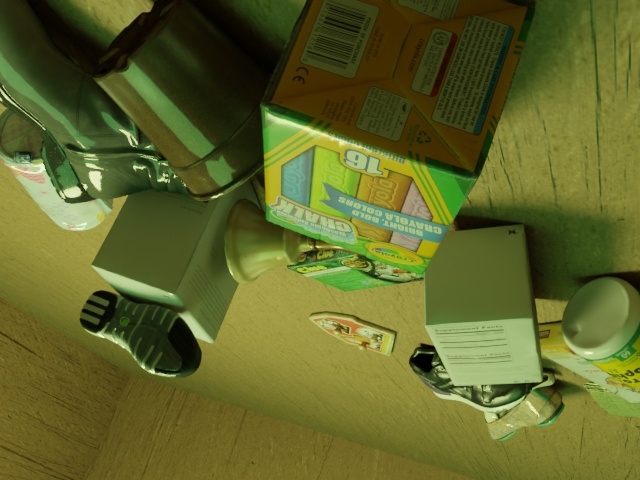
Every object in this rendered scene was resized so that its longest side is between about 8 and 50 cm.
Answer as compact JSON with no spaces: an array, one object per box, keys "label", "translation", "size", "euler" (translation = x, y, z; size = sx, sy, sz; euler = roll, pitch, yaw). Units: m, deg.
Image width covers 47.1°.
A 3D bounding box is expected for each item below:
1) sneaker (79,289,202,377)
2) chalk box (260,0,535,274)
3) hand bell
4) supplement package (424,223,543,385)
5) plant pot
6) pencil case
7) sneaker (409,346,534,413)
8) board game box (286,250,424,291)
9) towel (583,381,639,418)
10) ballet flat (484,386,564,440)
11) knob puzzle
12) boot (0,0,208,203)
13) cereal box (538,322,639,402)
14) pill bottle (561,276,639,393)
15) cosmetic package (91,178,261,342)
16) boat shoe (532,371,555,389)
[{"label":"sneaker","translation":[-0.231,0.143,1.060],"size":[0.228,0.086,0.132],"euler":[22,166,33]},{"label":"chalk box","translation":[0.057,-0.094,0.702],"size":[0.179,0.180,0.289],"euler":[19,160,5]},{"label":"hand bell","translation":[0.000,0.000,1.031],"size":[0.241,0.126,0.126],"euler":[-1,152,21]},{"label":"supplement package","translation":[0.229,0.098,1.018],"size":[0.133,0.139,0.244],"euler":[-6,149,17]},{"label":"plant pot","translation":[-0.135,-0.156,0.770],"size":[0.166,0.167,0.165],"euler":[-4,141,47]},{"label":"pencil case","translation":[-0.419,-0.114,1.181],"size":[0.124,0.114,0.273],"euler":[1,158,-2]},{"label":"sneaker","translation":[0.285,0.264,1.455],"size":[0.124,0.107,0.283],"euler":[38,153,-24]},{"label":"board game box","translation":[0.080,0.036,1.138],"size":[0.136,0.030,0.259],"euler":[22,157,-38]},{"label":"towel","translation":[0.568,0.297,1.370],"size":[0.110,0.027,0.148],"euler":[-2,148,43]},{"label":"ballet flat","translation":[0.412,0.351,1.574],"size":[0.106,0.107,0.316],"euler":[40,154,7]},{"label":"knob puzzle","translation":[0.064,0.206,1.612],"size":[0.213,0.030,0.213],"euler":[18,159,7]},{"label":"boot","translation":[-0.258,-0.182,0.898],"size":[0.222,0.118,0.338],"euler":[-2,142,12]},{"label":"cereal box","translation":[0.484,0.196,1.176],"size":[0.240,0.047,0.173],"euler":[28,158,-17]},{"label":"pill bottle","translation":[0.439,0.144,0.999],"size":[0.208,0.118,0.117],"euler":[31,156,-24]},{"label":"cosmetic package","translation":[-0.201,0.004,1.105],"size":[0.138,0.225,0.224],"euler":[16,158,13]},{"label":"boat shoe","translation":[0.402,0.275,1.421],"size":[0.100,0.035,0.035],"euler":[-20,157,33]}]
